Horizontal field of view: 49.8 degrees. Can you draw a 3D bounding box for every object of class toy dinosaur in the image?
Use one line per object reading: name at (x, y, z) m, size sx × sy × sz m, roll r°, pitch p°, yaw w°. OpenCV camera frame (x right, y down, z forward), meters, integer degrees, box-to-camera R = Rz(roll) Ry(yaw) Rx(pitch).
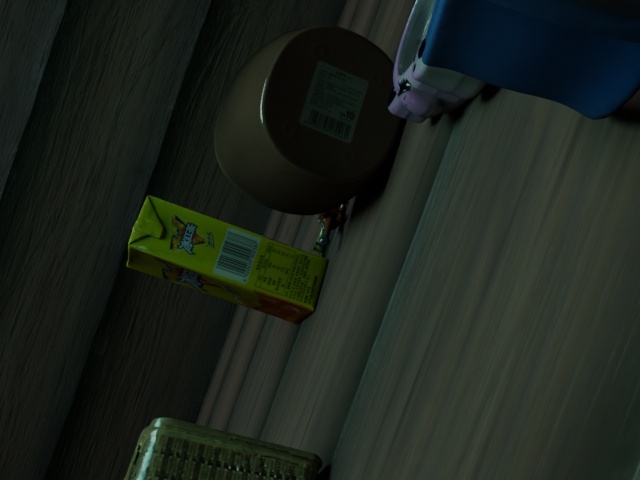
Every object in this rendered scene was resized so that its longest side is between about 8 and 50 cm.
toy dinosaur at (0.018, -0.043, 1.274) m, size 0.154 × 0.049 × 0.055 m, roll -74°, pitch 11°, yaw -50°
toy dinosaur at (0.000, 0.001, 1.352) m, size 0.041 × 0.026 × 0.113 m, roll -24°, pitch -54°, yaw -80°

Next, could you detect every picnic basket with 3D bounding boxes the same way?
picnic basket at (-0.145, 0.360, 0.874) m, size 0.313 × 0.228 × 0.175 m, roll 119°, pitch 164°, yaw -49°

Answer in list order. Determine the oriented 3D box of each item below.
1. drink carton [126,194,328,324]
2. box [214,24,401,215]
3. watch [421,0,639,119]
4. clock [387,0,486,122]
drink carton at (-0.179, 0.044, 1.299) m, size 0.154 × 0.351 × 0.111 m, roll 133°, pitch 154°, yaw -66°
box at (-0.014, -0.194, 1.120) m, size 0.216 × 0.301 × 0.301 m, roll -6°, pitch 65°, yaw 72°
watch at (0.162, -0.243, 0.413) m, size 0.274 × 0.241 × 0.305 m, roll -18°, pitch -52°, yaw -85°
clock at (0.155, -0.255, 0.818) m, size 0.248 × 0.090 × 0.227 m, roll 153°, pitch 136°, yaw -79°
